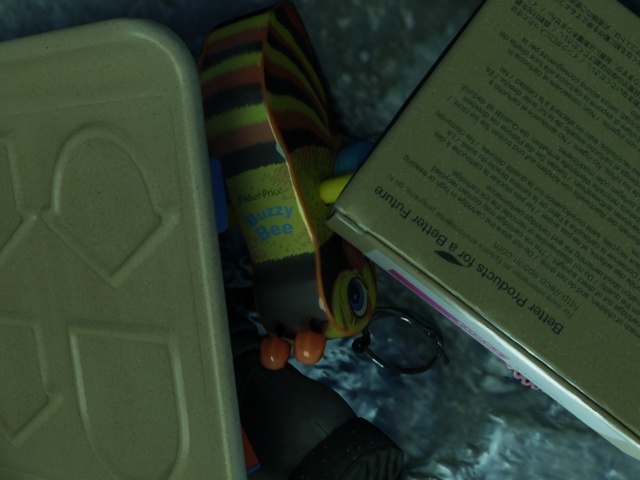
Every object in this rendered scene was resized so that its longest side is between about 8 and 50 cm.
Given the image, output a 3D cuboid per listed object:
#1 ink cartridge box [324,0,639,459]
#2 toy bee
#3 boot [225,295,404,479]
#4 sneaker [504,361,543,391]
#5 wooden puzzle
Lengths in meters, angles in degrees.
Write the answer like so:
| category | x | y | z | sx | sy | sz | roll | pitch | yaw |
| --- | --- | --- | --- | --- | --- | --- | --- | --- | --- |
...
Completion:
| category | x | y | z | sx | sy | sz | roll | pitch | yaw |
| --- | --- | --- | --- | --- | --- | --- | --- | --- | --- |
| ink cartridge box | 0.150 | -0.019 | 0.630 | 0.235 | 0.088 | 0.193 | 38 | 84 | -2 |
| toy bee | 0.000 | 0.000 | 0.726 | 0.298 | 0.162 | 0.195 | 47 | 125 | -10 |
| boot | -0.048 | 0.161 | 0.885 | 0.223 | 0.118 | 0.338 | 42 | 150 | 21 |
| sneaker | 0.144 | 0.056 | 0.776 | 0.057 | 0.047 | 0.119 | -39 | 102 | 25 |
| wooden puzzle | -0.160 | 0.036 | 0.748 | 0.322 | 0.080 | 0.347 | 1 | 105 | 43 |
